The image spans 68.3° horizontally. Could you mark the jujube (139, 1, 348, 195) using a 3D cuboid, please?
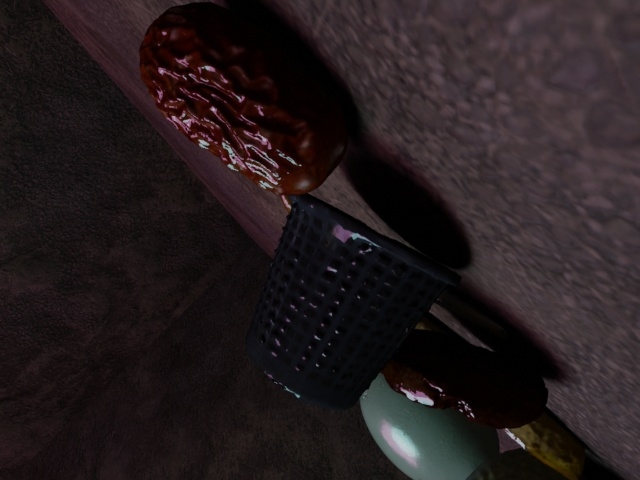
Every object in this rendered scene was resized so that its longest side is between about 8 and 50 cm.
[{"bbox_3d":[-0.057,-0.111,0.376,0.176,0.109,0.112,36,-153,8],"label":"jujube"}]

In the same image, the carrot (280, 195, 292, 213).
[{"bbox_3d":[0.000,0.000,0.823,0.248,0.043,0.043,53,169,-34],"label":"carrot"}]

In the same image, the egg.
[{"bbox_3d":[0.196,0.327,0.871,0.282,0.203,0.203,39,170,16],"label":"egg"}]

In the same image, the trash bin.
[{"bbox_3d":[0.013,0.058,0.441,0.175,0.161,0.175,30,-175,-3],"label":"trash bin"}]

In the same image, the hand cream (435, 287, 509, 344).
[{"bbox_3d":[0.154,0.074,0.499,0.102,0.022,0.035,33,166,36],"label":"hand cream"}]

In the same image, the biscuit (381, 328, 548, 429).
[{"bbox_3d":[0.142,0.134,0.503,0.191,0.050,0.192,15,-171,-2],"label":"biscuit"}]

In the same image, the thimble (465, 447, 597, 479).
[{"bbox_3d":[0.305,0.432,0.630,0.271,0.271,0.150,48,175,-15],"label":"thimble"}]

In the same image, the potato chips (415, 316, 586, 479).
[{"bbox_3d":[0.183,0.169,0.677,0.407,0.057,0.080,38,-178,42],"label":"potato chips"}]
